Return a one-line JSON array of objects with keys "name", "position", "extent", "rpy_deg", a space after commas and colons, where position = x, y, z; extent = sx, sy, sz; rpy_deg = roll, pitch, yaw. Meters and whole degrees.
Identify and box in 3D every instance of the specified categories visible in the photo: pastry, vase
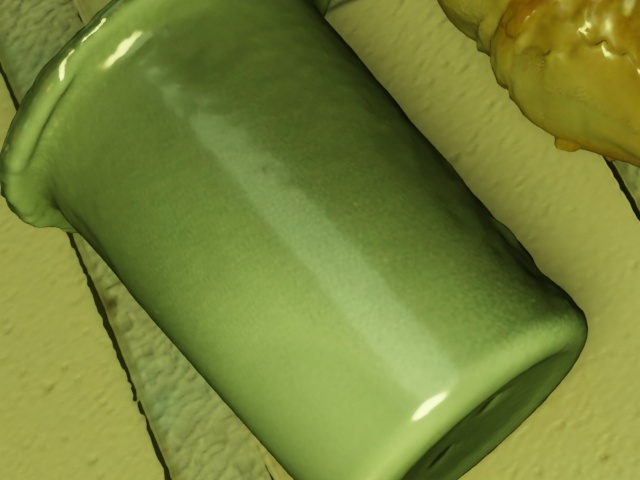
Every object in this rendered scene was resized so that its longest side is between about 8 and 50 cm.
[{"name": "pastry", "position": [0.210, -0.177, 1.011], "extent": [0.315, 0.184, 0.284], "rpy_deg": [42, 88, 23]}, {"name": "vase", "position": [0.000, 0.000, 0.974], "extent": [0.245, 0.245, 0.291], "rpy_deg": [-41, 72, -6]}]
